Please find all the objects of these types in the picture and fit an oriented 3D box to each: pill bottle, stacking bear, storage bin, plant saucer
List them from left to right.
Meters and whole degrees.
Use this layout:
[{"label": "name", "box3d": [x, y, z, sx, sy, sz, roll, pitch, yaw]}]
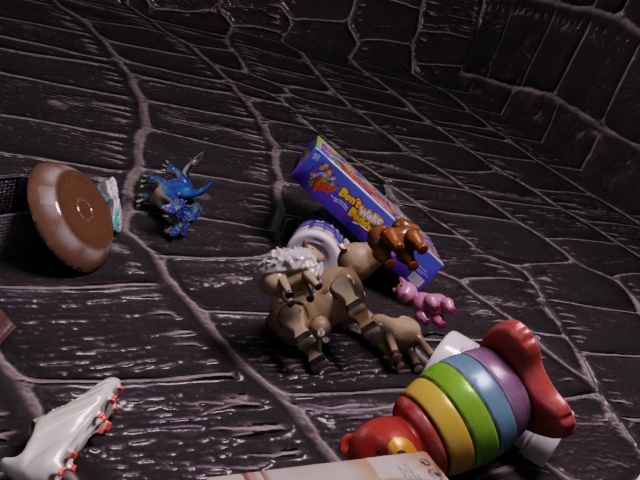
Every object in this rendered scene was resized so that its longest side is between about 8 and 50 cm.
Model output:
[{"label": "storage bin", "box3d": [-0.529, -0.039, 1.251, 0.122, 0.084, 0.180, 35, 29, 27]}, {"label": "plant saucer", "box3d": [-0.402, -0.045, 1.268, 0.199, 0.036, 0.199, 57, 20, -34]}, {"label": "pill bottle", "box3d": [0.000, 0.000, 1.555, 0.111, 0.112, 0.187, 22, 25, 1]}, {"label": "stacking bear", "box3d": [0.169, 0.253, 1.055, 0.288, 0.164, 0.176, -25, 87, -17]}, {"label": "pill bottle", "box3d": [0.279, 0.256, 1.230, 0.229, 0.131, 0.131, 31, 26, 19]}]

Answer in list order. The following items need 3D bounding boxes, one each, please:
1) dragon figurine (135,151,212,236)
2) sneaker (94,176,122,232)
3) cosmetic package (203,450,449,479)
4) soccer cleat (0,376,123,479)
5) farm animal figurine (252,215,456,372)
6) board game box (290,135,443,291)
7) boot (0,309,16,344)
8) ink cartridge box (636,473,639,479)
[{"label": "dragon figurine", "box3d": [-0.274, -0.093, 1.558, 0.144, 0.085, 0.289, 26, 26, 9]}, {"label": "sneaker", "box3d": [-0.415, -0.062, 1.436, 0.076, 0.065, 0.166, -7, 30, -18]}, {"label": "cosmetic package", "box3d": [0.010, 0.338, 0.832, 0.296, 0.153, 0.129, 5, 27, -34]}, {"label": "soccer cleat", "box3d": [-0.304, 0.221, 0.924, 0.076, 0.068, 0.196, 20, 27, 5]}, {"label": "farm animal figurine", "box3d": [0.053, 0.095, 1.290, 0.326, 0.331, 0.172, -19, 41, -14]}, {"label": "board game box", "box3d": [0.094, -0.064, 1.601, 0.347, 0.078, 0.233, 42, 11, -9]}, {"label": "boot", "box3d": [-0.473, 0.122, 1.021, 0.106, 0.037, 0.114, 29, 25, -16]}, {"label": "ink cartridge box", "box3d": [0.481, 0.428, 1.125, 0.104, 0.060, 0.180, 34, 28, 27]}]
